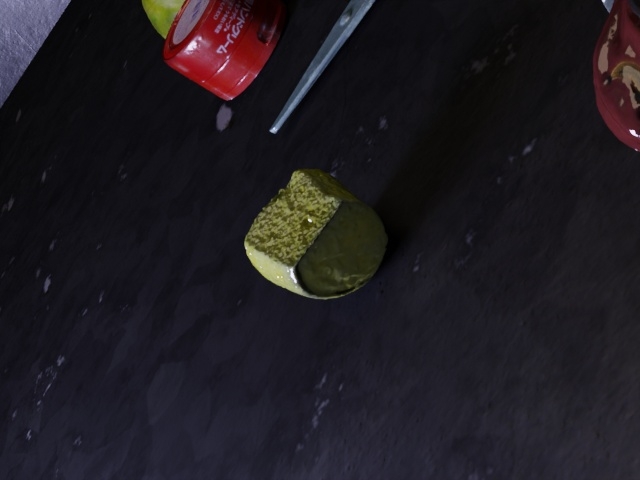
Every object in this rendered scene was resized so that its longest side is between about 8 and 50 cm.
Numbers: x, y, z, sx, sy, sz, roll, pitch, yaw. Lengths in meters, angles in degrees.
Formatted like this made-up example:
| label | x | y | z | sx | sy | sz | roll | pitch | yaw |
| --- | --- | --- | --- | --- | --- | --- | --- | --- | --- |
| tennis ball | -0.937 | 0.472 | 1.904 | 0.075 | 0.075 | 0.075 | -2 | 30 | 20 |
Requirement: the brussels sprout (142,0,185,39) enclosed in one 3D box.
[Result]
| label | x | y | z | sx | sy | sz | roll | pitch | yaw |
| --- | --- | --- | --- | --- | --- | --- | --- | --- | --- |
| brussels sprout | -0.228 | -0.459 | 1.862 | 0.223 | 0.161 | 0.223 | -43 | 36 | 41 |

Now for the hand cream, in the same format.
| label | x | y | z | sx | sy | sz | roll | pitch | yaw |
| --- | --- | --- | --- | --- | --- | --- | --- | --- | --- |
| hand cream | -0.155 | -0.335 | 1.655 | 0.193 | 0.125 | 0.193 | -43 | 32 | 35 |

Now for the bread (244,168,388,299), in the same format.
| label | x | y | z | sx | sy | sz | roll | pitch | yaw |
| --- | --- | --- | --- | --- | --- | --- | --- | --- | --- |
| bread | 0.000 | 0.000 | 1.064 | 0.129 | 0.111 | 0.114 | -57 | 31 | 0 |

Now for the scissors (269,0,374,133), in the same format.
| label | x | y | z | sx | sy | sz | roll | pitch | yaw |
| --- | --- | --- | --- | --- | --- | --- | --- | --- | --- |
| scissors | 0.062 | -0.327 | 1.374 | 0.447 | 0.029 | 0.192 | -54 | 27 | 10 |

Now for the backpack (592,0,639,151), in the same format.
| label | x | y | z | sx | sy | sz | roll | pitch | yaw |
| --- | --- | --- | --- | --- | --- | --- | --- | --- | --- |
| backpack | 0.283 | -0.138 | 0.694 | 0.229 | 0.139 | 0.229 | -19 | 55 | 31 |

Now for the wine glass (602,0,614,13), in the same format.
| label | x | y | z | sx | sy | sz | roll | pitch | yaw |
| --- | --- | --- | --- | --- | --- | --- | --- | --- | --- |
| wine glass | 0.299 | -0.235 | 0.832 | 0.155 | 0.073 | 0.073 | -15 | 51 | 51 |
